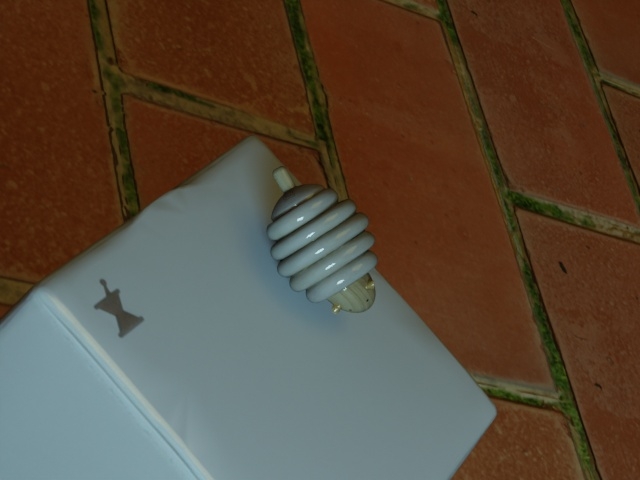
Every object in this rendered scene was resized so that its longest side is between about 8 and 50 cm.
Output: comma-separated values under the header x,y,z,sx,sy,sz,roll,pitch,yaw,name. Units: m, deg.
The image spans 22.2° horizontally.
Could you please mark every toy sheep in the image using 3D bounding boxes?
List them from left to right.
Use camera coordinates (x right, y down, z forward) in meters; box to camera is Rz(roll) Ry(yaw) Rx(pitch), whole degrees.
x,y,z,sx,sy,sz,roll,pitch,yaw,name
0.000,0.000,1.275,0.132,0.091,0.091,54,37,-1,toy sheep

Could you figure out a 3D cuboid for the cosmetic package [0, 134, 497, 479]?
x,y,z,sx,sy,sz,roll,pitch,yaw,name
-0.140,0.188,1.367,0.327,0.393,0.329,49,37,0,cosmetic package
